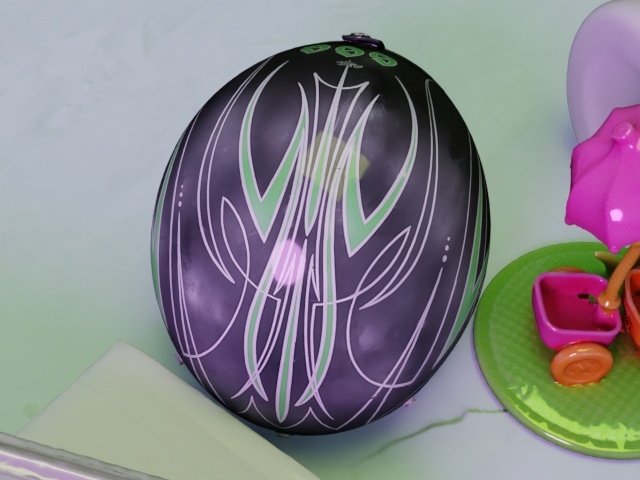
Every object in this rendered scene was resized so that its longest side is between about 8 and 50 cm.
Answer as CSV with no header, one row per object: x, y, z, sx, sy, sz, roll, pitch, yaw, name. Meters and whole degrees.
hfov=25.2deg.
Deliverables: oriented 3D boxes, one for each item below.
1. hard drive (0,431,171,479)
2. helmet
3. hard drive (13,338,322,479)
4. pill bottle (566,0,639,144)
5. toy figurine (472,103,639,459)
-0.187,0.162,0.483,0.339,0.064,0.236,17,54,1,hard drive
0.000,0.000,0.652,0.169,0.169,0.161,11,34,5,helmet
-0.109,0.200,0.546,0.210,0.040,0.319,33,56,21,hard drive
0.251,-0.092,0.760,0.216,0.121,0.121,-17,54,-17,pill bottle
0.166,0.003,0.652,0.173,0.159,0.130,-1,51,-6,toy figurine
